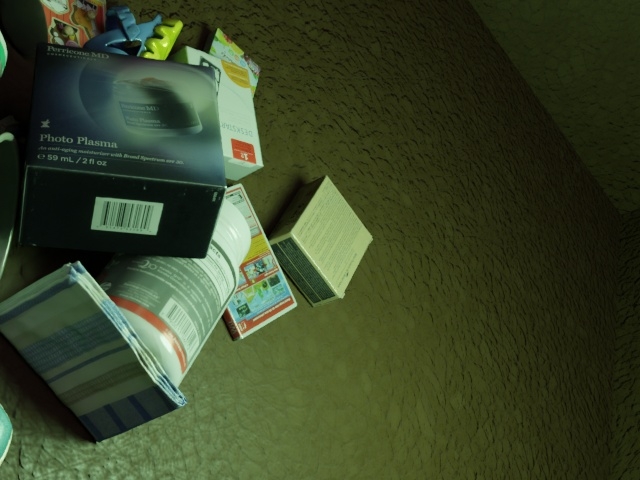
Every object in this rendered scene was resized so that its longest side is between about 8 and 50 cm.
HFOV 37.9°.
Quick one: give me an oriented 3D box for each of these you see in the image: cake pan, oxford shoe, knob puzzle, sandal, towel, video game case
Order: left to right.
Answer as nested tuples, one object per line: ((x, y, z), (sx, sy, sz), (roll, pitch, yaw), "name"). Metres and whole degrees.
((-0.493, -0.014, 1.317), (0.054, 0.293, 0.293), (12, 54, -5), "cake pan")
((-0.532, -0.426, 1.641), (0.076, 0.076, 0.212), (-135, -156, -77), "oxford shoe")
((-0.466, -0.406, 1.742), (0.213, 0.030, 0.213), (29, 50, -41), "knob puzzle")
((-0.355, 0.177, 1.407), (0.285, 0.209, 0.034), (55, 29, -17), "towel")
((-0.384, -0.325, 1.732), (0.138, 0.126, 0.317), (31, 51, -10), "sandal")
((-0.167, 0.038, 1.882), (0.204, 0.025, 0.285), (-27, 93, -55), "video game case")

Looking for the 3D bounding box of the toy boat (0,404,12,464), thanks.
((-0.499, 0.313, 1.200), (0.267, 0.148, 0.318), (2, 69, -52), "toy boat")

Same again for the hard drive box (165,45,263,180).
((-0.224, -0.258, 1.919), (0.181, 0.089, 0.232), (11, 63, -49), "hard drive box")

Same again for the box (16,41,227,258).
((-0.319, -0.146, 1.491), (0.296, 0.183, 0.294), (5, 47, -18), "box")

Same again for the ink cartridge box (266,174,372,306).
((0.000, 0.000, 2.063), (0.193, 0.088, 0.235), (54, 37, -19), "ink cartridge box")

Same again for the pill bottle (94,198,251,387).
((-0.262, 0.084, 1.577), (0.210, 0.210, 0.363), (52, 38, -20), "pill bottle")

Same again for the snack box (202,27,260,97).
((-0.199, -0.387, 2.065), (0.141, 0.037, 0.100), (39, 45, -33), "snack box")

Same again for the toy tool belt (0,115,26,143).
((-0.518, -0.166, 1.522), (0.051, 0.052, 0.083), (52, 32, -13), "toy tool belt")

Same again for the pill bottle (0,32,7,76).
((-0.591, -0.173, 1.304), (0.204, 0.204, 0.361), (38, 45, -34), "pill bottle")
